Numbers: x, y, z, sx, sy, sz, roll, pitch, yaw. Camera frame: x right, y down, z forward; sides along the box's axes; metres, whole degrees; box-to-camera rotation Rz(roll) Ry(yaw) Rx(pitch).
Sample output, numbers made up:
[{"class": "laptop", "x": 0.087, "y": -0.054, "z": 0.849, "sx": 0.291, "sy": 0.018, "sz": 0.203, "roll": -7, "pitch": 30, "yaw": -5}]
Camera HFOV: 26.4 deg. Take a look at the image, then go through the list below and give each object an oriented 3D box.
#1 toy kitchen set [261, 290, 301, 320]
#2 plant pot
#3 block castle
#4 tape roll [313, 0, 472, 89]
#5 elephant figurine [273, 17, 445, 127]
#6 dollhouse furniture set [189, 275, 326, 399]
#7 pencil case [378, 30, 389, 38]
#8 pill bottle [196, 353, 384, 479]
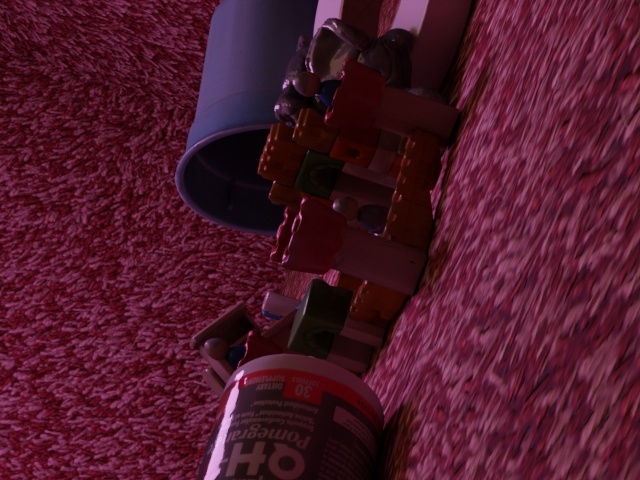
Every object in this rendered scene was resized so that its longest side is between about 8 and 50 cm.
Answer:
[{"class": "toy kitchen set", "x": -0.056, "y": 0.184, "z": 2.335, "sx": 0.207, "sy": 0.122, "sz": 0.166, "roll": 180, "pitch": 109, "yaw": -86}, {"class": "plant pot", "x": -0.066, "y": -0.233, "z": 2.311, "sx": 0.341, "sy": 0.341, "sz": 0.334, "roll": 114, "pitch": 160, "yaw": -57}, {"class": "block castle", "x": 0.000, "y": 0.000, "z": 1.754, "sx": 0.453, "sy": 0.213, "sz": 0.303, "roll": 114, "pitch": 173, "yaw": -59}, {"class": "tape roll", "x": 0.102, "y": -0.354, "z": 2.025, "sx": 0.392, "sy": 0.072, "sz": 0.392, "roll": -38, "pitch": 46, "yaw": 55}, {"class": "elephant figurine", "x": 0.061, "y": -0.226, "z": 1.840, "sx": 0.239, "sy": 0.186, "sz": 0.169, "roll": -34, "pitch": 11, "yaw": 43}, {"class": "dollhouse furniture set", "x": -0.097, "y": 0.153, "z": 2.107, "sx": 0.212, "sy": 0.161, "sz": 0.242, "roll": -37, "pitch": -11, "yaw": -24}, {"class": "pencil case", "x": 0.128, "y": -0.302, "z": 2.204, "sx": 0.209, "sy": 0.098, "sz": 0.095, "roll": -150, "pitch": 79, "yaw": -85}, {"class": "pill bottle", "x": -0.046, "y": 0.284, "z": 1.346, "sx": 0.176, "sy": 0.176, "sz": 0.318, "roll": 113, "pitch": 174, "yaw": -47}]
